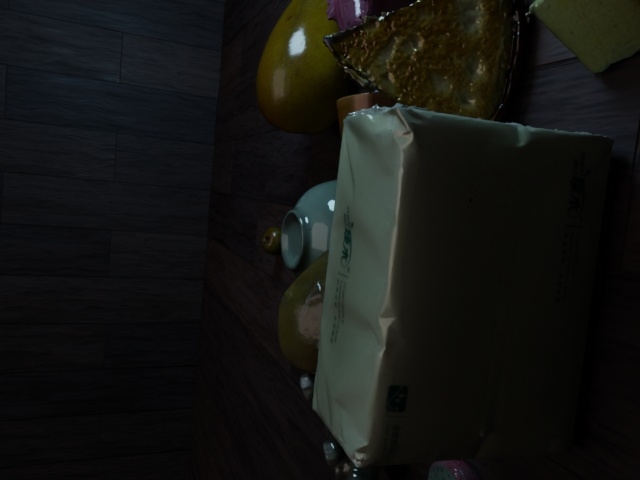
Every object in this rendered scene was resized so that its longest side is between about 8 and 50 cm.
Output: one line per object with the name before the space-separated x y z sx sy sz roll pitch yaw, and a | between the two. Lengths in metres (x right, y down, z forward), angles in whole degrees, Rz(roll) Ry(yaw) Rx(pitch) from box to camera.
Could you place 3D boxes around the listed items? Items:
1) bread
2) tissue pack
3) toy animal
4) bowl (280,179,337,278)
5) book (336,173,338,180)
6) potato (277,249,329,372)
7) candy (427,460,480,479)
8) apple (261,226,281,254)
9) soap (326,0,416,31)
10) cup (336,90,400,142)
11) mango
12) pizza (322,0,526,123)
bread | 0.328 -0.280 0.560 0.152 0.127 0.147 -57 14 -17
tissue pack | 0.157 0.046 0.623 0.207 0.296 0.381 -161 74 -69
toy animal | 0.084 0.317 0.951 0.308 0.187 0.266 -100 -7 -54
bowl | 0.000 0.000 1.135 0.289 0.146 0.290 -179 90 -66
book | 0.095 -0.031 1.129 0.282 0.025 0.215 -159 73 -65
potato | 0.037 0.101 0.910 0.116 0.298 0.239 53 -162 -44
candy | 0.204 0.382 0.787 0.103 0.043 0.103 -178 90 -65
apple | -0.143 0.001 1.629 0.089 0.074 0.090 -176 90 -65
soap | 0.103 -0.543 1.047 0.220 0.127 0.325 150 120 -64
cup | 0.139 -0.138 0.897 0.226 0.182 0.264 3 98 36
mango | -0.033 -0.433 1.255 0.263 0.220 0.379 166 116 -71
pizza | 0.163 -0.233 0.765 0.074 0.287 0.252 -17 -84 -72
